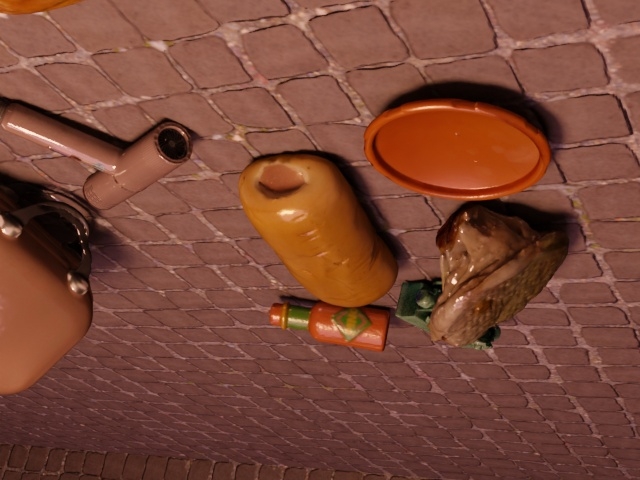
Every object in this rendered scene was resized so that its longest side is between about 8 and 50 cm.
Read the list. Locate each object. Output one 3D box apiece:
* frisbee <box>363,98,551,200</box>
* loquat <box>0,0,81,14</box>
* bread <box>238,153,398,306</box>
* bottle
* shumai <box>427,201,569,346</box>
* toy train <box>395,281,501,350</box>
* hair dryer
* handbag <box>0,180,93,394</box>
[{"bbox_3d":[0.140,-0.098,0.971,0.192,0.035,0.192,9,157,4],"label":"frisbee"},{"bbox_3d":[-0.214,-0.248,0.609,0.238,0.193,0.238,12,150,7],"label":"loquat"},{"bbox_3d":[0.000,0.000,1.184,0.142,0.091,0.305,-4,153,19],"label":"bread"},{"bbox_3d":[0.013,0.128,1.476,0.187,0.069,0.069,7,155,7],"label":"bottle"},{"bbox_3d":[0.190,0.030,1.132,0.201,0.120,0.201,-30,155,-16],"label":"shumai"},{"bbox_3d":[0.186,0.110,1.367,0.172,0.070,0.099,29,157,-37],"label":"toy train"},{"bbox_3d":[-0.283,-0.126,1.090,0.220,0.054,0.195,33,147,-27],"label":"hair dryer"},{"bbox_3d":[-0.442,0.043,1.306,0.283,0.149,0.302,-36,126,6],"label":"handbag"}]
